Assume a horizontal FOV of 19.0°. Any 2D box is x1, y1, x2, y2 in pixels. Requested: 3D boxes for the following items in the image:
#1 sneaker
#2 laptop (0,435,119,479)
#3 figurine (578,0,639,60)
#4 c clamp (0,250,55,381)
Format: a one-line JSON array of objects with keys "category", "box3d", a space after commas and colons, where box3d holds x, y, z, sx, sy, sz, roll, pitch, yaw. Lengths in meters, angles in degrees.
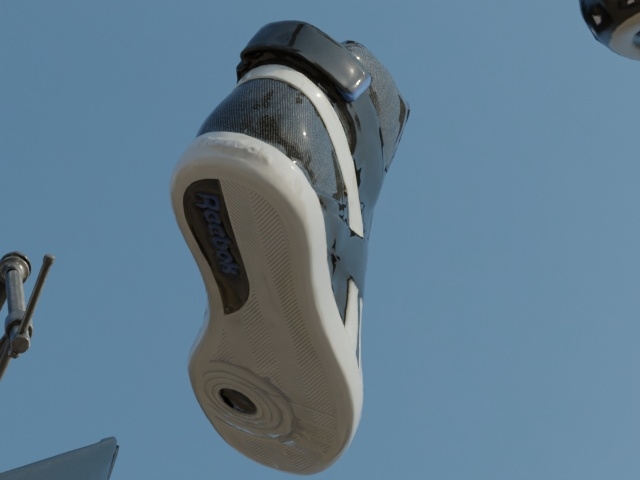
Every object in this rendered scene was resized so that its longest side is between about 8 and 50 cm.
[{"category": "sneaker", "box3d": [0.000, 0.000, 0.804, 0.079, 0.121, 0.217, 18, -35, 16]}, {"category": "laptop", "box3d": [-0.363, 0.293, 1.239, 0.408, 0.236, 0.382, 15, -81, -16]}, {"category": "figurine", "box3d": [0.143, -0.169, 0.475, 0.092, 0.209, 0.215, 3, -11, -23]}, {"category": "c clamp", "box3d": [-0.197, 0.053, 1.198, 0.022, 0.161, 0.137, 22, -82, -18]}]
